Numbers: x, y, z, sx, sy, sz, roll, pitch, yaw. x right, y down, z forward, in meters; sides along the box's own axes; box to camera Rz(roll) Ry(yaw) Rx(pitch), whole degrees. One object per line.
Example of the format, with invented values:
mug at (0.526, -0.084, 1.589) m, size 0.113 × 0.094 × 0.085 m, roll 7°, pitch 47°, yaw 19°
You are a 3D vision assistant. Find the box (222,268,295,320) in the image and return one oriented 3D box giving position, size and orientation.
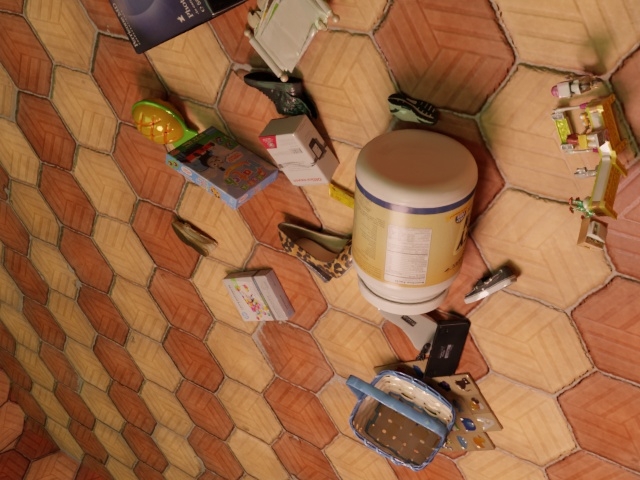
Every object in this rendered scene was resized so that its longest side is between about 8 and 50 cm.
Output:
box at (-0.172, 0.152, 2.090) m, size 0.186 × 0.038 × 0.145 m, roll -6°, pitch 117°, yaw 45°

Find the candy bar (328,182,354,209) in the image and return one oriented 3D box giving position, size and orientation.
candy bar at (0.082, -0.082, 1.692) m, size 0.162 × 0.018 × 0.040 m, roll 28°, pitch 140°, yaw 21°

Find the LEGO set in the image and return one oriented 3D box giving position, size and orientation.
LEGO set at (0.429, -0.128, 1.260) m, size 0.107 × 0.132 × 0.286 m, roll 0°, pitch 99°, yaw 48°

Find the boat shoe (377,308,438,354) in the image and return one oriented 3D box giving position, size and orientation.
boat shoe at (0.211, 0.179, 1.745) m, size 0.078 × 0.070 × 0.219 m, roll -42°, pitch 112°, yaw 14°

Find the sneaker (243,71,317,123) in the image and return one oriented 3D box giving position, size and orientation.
sneaker at (-0.088, -0.307, 1.634) m, size 0.170 × 0.051 × 0.089 m, roll 13°, pitch 127°, yaw 25°

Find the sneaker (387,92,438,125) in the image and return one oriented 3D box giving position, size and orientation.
sneaker at (0.179, -0.247, 1.465) m, size 0.109 × 0.040 × 0.043 m, roll 31°, pitch 154°, yaw 25°

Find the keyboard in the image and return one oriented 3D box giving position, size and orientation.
keyboard at (0.272, 0.248, 1.736) m, size 0.023 × 0.108 × 0.180 m, roll -110°, pitch 22°, yaw -50°

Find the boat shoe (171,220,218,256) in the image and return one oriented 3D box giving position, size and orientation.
boat shoe at (-0.354, -0.013, 2.121) m, size 0.153 × 0.048 × 0.056 m, roll 33°, pitch 150°, yaw 27°

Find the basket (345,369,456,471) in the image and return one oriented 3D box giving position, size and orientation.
basket at (0.189, 0.420, 1.816) m, size 0.255 × 0.201 × 0.289 m, roll 28°, pitch 167°, yaw 21°

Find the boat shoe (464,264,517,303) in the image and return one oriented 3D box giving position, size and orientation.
boat shoe at (0.348, 0.092, 1.579) m, size 0.142 × 0.049 × 0.040 m, roll -36°, pitch 76°, yaw 48°

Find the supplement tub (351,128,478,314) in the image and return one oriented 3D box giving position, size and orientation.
supplement tub at (0.175, -0.032, 1.487) m, size 0.228 × 0.228 × 0.316 m, roll 24°, pitch 135°, yaw 26°

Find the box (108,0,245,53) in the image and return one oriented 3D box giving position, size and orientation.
box at (-0.305, -0.567, 1.514) m, size 0.294 × 0.183 × 0.296 m, roll -7°, pitch 116°, yaw 48°

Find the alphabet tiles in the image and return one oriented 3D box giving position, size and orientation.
alphabet tiles at (0.283, 0.421, 1.923) m, size 0.343 × 0.011 × 0.285 m, roll -20°, pitch 106°, yaw 48°

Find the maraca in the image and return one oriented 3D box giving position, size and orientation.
maraca at (-0.383, -0.284, 1.887) m, size 0.186 × 0.099 × 0.127 m, roll 35°, pitch 148°, yaw -26°

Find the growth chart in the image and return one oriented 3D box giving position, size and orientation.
growth chart at (-0.068, -0.435, 1.520) m, size 0.171 × 0.021 × 0.237 m, roll 59°, pitch 140°, yaw 8°

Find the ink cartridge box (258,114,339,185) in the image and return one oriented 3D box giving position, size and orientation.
ink cartridge box at (-0.045, -0.193, 1.651) m, size 0.109 × 0.063 × 0.150 m, roll 0°, pitch 140°, yaw 42°

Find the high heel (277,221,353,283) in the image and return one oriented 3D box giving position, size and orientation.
high heel at (0.000, 0.000, 1.766) m, size 0.186 × 0.093 × 0.261 m, roll 44°, pitch 149°, yaw -6°

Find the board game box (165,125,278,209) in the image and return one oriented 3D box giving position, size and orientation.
board game box at (-0.229, -0.174, 1.784) m, size 0.212 × 0.160 × 0.039 m, roll 34°, pitch 137°, yaw 16°
